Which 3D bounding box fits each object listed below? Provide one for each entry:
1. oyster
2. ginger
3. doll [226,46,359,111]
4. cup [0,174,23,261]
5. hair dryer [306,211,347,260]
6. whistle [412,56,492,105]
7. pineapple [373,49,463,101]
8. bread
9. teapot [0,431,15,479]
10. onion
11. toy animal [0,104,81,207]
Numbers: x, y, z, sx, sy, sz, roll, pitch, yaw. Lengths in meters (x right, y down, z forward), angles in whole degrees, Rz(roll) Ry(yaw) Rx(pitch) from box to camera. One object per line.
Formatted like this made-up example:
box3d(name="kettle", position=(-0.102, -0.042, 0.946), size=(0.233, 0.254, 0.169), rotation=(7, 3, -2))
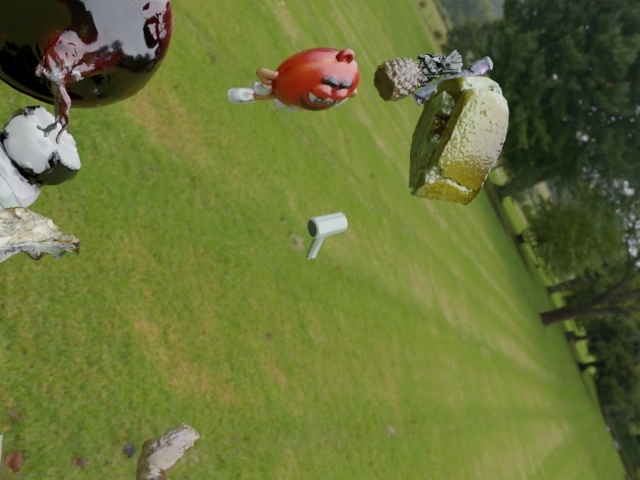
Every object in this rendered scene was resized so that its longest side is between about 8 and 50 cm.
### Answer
box3d(name="oyster", position=(-0.477, 0.003, 0.921), size=(0.260, 0.198, 0.092), rotation=(-7, 87, -57))
box3d(name="ginger", position=(-0.339, 0.500, 1.330), size=(0.290, 0.122, 0.084), rotation=(-72, 165, -48))
box3d(name="doll", position=(-0.018, -0.237, 0.978), size=(0.183, 0.217, 0.085), rotation=(-1, 83, -46))
box3d(name="cup", position=(-0.644, -0.070, 1.171), size=(0.234, 0.258, 0.186), rotation=(58, 44, -40))
box3d(name="hair dryer", position=(0.000, 0.000, 1.114), size=(0.063, 0.124, 0.037), rotation=(-14, 59, -28))
box3d(name="whistle", position=(0.277, -0.334, 1.329), size=(0.033, 0.177, 0.033), rotation=(63, 5, -10))
box3d(name="pineapple", position=(0.169, -0.284, 1.070), size=(0.074, 0.160, 0.074), rotation=(48, -29, 38))
box3d(name="bread", position=(0.242, -0.191, 1.151), size=(0.257, 0.124, 0.185), rotation=(106, -17, -47))
box3d(name="teapot", position=(-0.534, 0.379, 0.860), size=(0.268, 0.186, 0.175), rotation=(-44, 123, -32))
box3d(name="onion", position=(-0.331, -0.277, 0.829), size=(0.273, 0.273, 0.284), rotation=(42, 30, -47))
box3d(name="toy animal", position=(-0.651, -0.165, 1.351), size=(0.187, 0.235, 0.165), rotation=(61, -4, -4))
